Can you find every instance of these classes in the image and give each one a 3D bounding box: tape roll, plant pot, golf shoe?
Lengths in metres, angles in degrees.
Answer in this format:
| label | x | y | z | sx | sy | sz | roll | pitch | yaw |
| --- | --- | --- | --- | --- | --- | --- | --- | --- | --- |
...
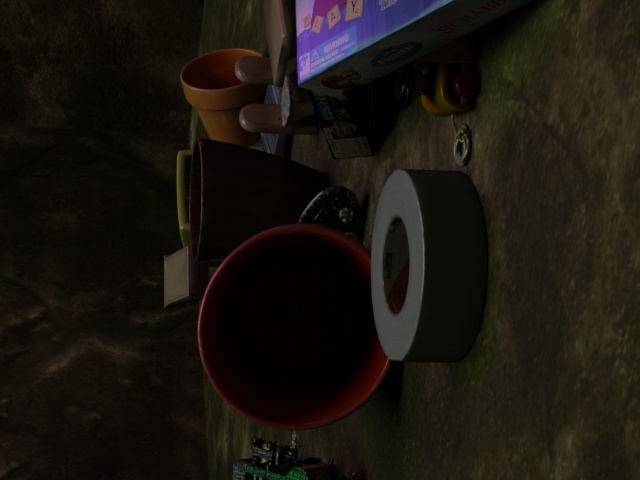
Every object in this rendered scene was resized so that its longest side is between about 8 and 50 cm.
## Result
| label | x | y | z | sx | sy | sz | roll | pitch | yaw |
| --- | --- | --- | --- | --- | --- | --- | --- | --- | --- |
| tape roll | 0.118 | 0.029 | 1.235 | 0.219 | 0.072 | 0.219 | -178 | 90 | -78 |
| plant pot | -0.198 | -0.054 | 2.381 | 0.207 | 0.228 | 0.227 | 98 | 168 | -53 |
| plant pot | -0.213 | -0.325 | 2.576 | 0.205 | 0.205 | 0.188 | -105 | 5 | -53 |
| plant pot | -0.033 | 0.111 | 1.538 | 0.243 | 0.274 | 0.275 | -147 | 58 | -87 |
| golf shoe | 0.000 | 0.000 | 1.726 | 0.273 | 0.105 | 0.120 | 104 | 169 | -45 |
| plant pot | -0.106 | -0.069 | 1.910 | 0.215 | 0.230 | 0.216 | -179 | 90 | -78 |

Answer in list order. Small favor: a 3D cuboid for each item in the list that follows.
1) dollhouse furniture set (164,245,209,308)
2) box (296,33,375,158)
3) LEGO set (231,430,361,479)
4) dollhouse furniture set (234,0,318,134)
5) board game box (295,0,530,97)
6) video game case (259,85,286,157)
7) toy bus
| label | x | y | z | sx | sy | sz | roll | pitch | yaw |
| --- | --- | --- | --- | --- | --- | --- | --- | --- | --- |
| dollhouse furniture set | -0.174 | 0.075 | 2.166 | 0.161 | 0.242 | 0.212 | 159 | 112 | -63 |
| box | 0.021 | -0.301 | 1.503 | 0.293 | 0.073 | 0.296 | 67 | -160 | -70 |
| LEGO set | -0.015 | 0.466 | 1.699 | 0.255 | 0.192 | 0.332 | -8 | 83 | 48 |
| dollhouse furniture set | -0.120 | -0.453 | 1.958 | 0.362 | 0.256 | 0.394 | 105 | 162 | -48 |
| board game box | 0.090 | -0.348 | 1.113 | 0.318 | 0.065 | 0.318 | -20 | 66 | 48 |
| video game case | -0.085 | -0.308 | 2.287 | 0.196 | 0.026 | 0.274 | -106 | 26 | -54 |
| toy bus | 0.112 | -0.215 | 1.207 | 0.202 | 0.104 | 0.191 | -100 | 16 | -44 |
